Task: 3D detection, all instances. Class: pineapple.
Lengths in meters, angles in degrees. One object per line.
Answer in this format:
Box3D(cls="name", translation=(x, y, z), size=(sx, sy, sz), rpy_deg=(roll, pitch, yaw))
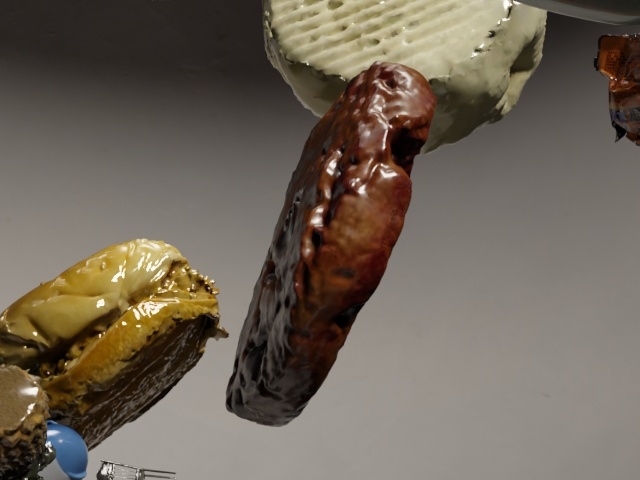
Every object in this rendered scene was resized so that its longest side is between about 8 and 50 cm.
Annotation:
Box3D(cls="pineapple", translation=(-0.238, 0.163, 0.965), size=(0.074, 0.074, 0.159), rpy_deg=(-18, 145, -19))

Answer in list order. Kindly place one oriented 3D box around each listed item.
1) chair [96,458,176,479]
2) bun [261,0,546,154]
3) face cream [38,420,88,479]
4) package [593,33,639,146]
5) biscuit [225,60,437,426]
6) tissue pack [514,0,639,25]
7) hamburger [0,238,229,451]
Box3D(cls="chair", translation=(-0.198, 0.260, 1.346), size=(0.086, 0.042, 0.037), rpy_deg=(9, 62, -8))
Box3D(cls="bun", translation=(0.104, -0.258, 1.495), size=(0.359, 0.360, 0.211), rpy_deg=(-48, 154, -10))
Box3D(cls="face cream", translation=(-0.334, 0.282, 1.224), size=(0.083, 0.149, 0.264), rpy_deg=(42, 76, 19))
Box3D(cls="package", translation=(0.291, -0.141, 1.188), size=(0.033, 0.077, 0.110), rpy_deg=(-11, 107, -13))
Box3D(cls="biscuit", translation=(0.000, 0.000, 0.623), size=(0.049, 0.192, 0.192), rpy_deg=(26, 87, -8))
Box3D(cls="tissue pack", translation=(0.230, -0.363, 1.005), size=(0.229, 0.236, 0.333), rpy_deg=(11, 125, -4))
Box3D(cls="hamburger", translation=(-0.252, 0.131, 1.442), size=(0.319, 0.318, 0.158), rpy_deg=(-34, 76, -15))
